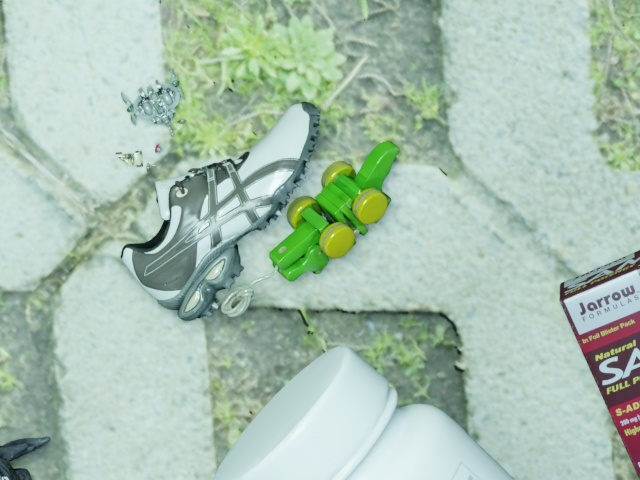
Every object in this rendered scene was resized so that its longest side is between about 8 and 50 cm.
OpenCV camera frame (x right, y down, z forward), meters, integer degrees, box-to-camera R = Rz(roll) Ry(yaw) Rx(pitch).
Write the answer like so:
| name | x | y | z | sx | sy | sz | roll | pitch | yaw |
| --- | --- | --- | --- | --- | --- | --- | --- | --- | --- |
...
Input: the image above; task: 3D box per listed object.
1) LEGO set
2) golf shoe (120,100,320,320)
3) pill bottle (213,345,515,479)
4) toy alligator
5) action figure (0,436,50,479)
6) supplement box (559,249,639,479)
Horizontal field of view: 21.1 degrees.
| name | x | y | z | sx | sy | sz | roll | pitch | yaw |
| --- | --- | --- | --- | --- | --- | --- | --- | --- | --- |
| LEGO set | -0.131 | -0.095 | 1.348 | 0.054 | 0.023 | 0.083 | 5 | 92 | -9 |
| golf shoe | -0.076 | -0.037 | 1.334 | 0.094 | 0.077 | 0.198 | 35 | 86 | -8 |
| pill bottle | 0.073 | 0.214 | 1.174 | 0.283 | 0.160 | 0.160 | 44 | 86 | -8 |
| toy alligator | 0.000 | 0.000 | 1.361 | 0.189 | 0.056 | 0.051 | -46 | 138 | -4 |
| action figure | -0.224 | 0.248 | 1.287 | 0.164 | 0.141 | 0.275 | -29 | 101 | -41 |
| supplement box | 0.298 | 0.123 | 1.381 | 0.130 | 0.073 | 0.239 | -24 | 95 | 12 |
